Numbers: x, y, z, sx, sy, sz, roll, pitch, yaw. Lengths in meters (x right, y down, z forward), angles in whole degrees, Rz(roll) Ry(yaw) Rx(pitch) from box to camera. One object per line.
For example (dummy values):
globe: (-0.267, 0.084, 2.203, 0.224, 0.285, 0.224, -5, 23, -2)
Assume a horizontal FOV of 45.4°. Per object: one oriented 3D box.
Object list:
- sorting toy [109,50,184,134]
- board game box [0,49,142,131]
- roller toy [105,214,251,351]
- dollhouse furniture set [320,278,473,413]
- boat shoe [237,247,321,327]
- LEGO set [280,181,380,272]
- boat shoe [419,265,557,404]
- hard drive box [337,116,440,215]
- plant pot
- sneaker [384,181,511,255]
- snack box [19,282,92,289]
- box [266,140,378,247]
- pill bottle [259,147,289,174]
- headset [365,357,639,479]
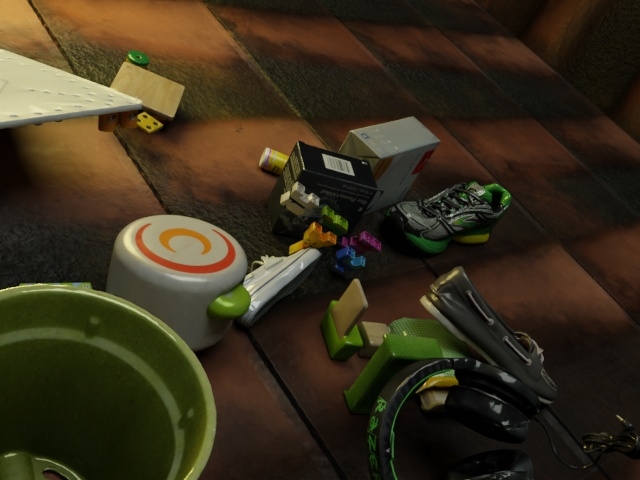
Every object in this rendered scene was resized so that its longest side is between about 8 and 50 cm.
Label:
sorting toy: (-0.353, -0.282, 1.532, 0.132, 0.046, 0.274, 21, 36, -14)
board game box: (-0.550, -0.223, 1.188, 0.390, 0.050, 0.390, 23, 26, 28)
roller toy: (-0.212, 0.065, 1.116, 0.191, 0.146, 0.209, 7, 30, -21)
dollhouse furniture set: (0.180, 0.171, 1.269, 0.301, 0.151, 0.197, 10, 40, -27)
boat shoe: (-0.081, 0.057, 1.279, 0.076, 0.083, 0.226, 39, 37, 10)
LEGO set: (0.000, 0.000, 1.397, 0.227, 0.093, 0.087, 36, 45, -34)
boat shoe: (0.322, 0.171, 1.343, 0.335, 0.095, 0.112, 38, 11, -19)
hard drive box: (0.120, -0.151, 1.598, 0.089, 0.181, 0.232, 45, 38, 19)
plant pot: (-0.278, 0.229, 0.776, 0.276, 0.254, 0.276, 19, 37, -15)
sneaker: (0.274, -0.069, 1.640, 0.343, 0.146, 0.134, -11, 52, -43)
snack box: (-0.351, 0.121, 1.044, 0.100, 0.037, 0.141, 2, 43, -35)
box: (0.001, -0.084, 1.446, 0.156, 0.158, 0.093, 13, 39, -23)
pill bottle: (-0.081, -0.157, 1.577, 0.083, 0.043, 0.043, 21, 36, -13)
headset: (0.262, 0.291, 1.082, 0.394, 0.185, 0.243, 6, 80, -24)
